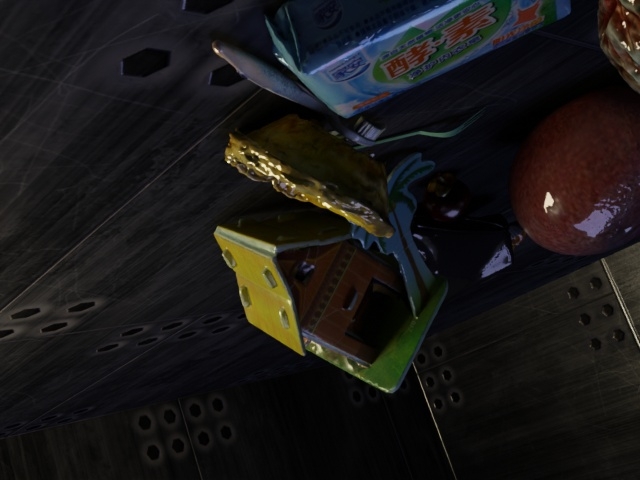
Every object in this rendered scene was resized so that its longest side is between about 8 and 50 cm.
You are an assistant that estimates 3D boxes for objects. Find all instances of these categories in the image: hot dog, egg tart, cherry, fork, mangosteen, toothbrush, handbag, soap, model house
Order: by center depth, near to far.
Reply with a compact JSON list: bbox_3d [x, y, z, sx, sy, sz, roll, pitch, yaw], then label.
[{"bbox_3d":[0.097,-0.203,0.744,0.293,0.077,0.156,-24,165,15],"label":"soap"},{"bbox_3d":[-0.011,-0.148,0.900,0.037,0.028,0.375,-48,157,14],"label":"toothbrush"},{"bbox_3d":[-0.002,-0.078,0.935,0.090,0.212,0.212,-64,157,4],"label":"egg tart"},{"bbox_3d":[0.118,-0.135,1.135,0.235,0.021,0.039,-17,163,-10],"label":"fork"},{"bbox_3d":[0.412,-0.104,1.254,0.261,0.221,0.307,-19,155,-36],"label":"cherry"},{"bbox_3d":[0.000,0.000,1.299,0.300,0.340,0.323,22,173,47],"label":"model house"},{"bbox_3d":[0.210,-0.070,1.390,0.081,0.081,0.081,-18,166,-5],"label":"mangosteen"},{"bbox_3d":[0.181,0.039,1.647,0.288,0.152,0.342,11,147,-42],"label":"handbag"},{"bbox_3d":[0.430,0.013,2.027,0.108,0.059,0.191,-22,164,-6],"label":"hot dog"}]

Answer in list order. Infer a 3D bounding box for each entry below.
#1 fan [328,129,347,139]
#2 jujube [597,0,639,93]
[{"bbox_3d":[0.012,-0.129,1.054,0.060,0.003,0.080,-20,166,0],"label":"fan"},{"bbox_3d":[0.323,-0.223,0.669,0.226,0.226,0.317,-21,164,6],"label":"jujube"}]
